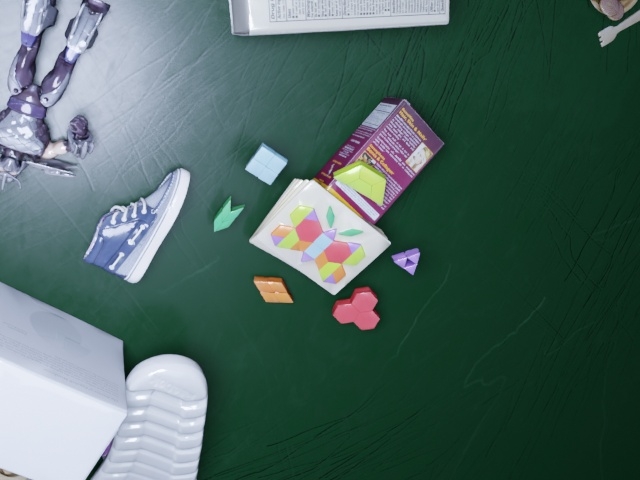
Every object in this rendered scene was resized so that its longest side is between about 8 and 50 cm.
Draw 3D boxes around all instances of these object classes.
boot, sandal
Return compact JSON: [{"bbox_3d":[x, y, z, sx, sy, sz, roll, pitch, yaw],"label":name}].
[{"bbox_3d":[-0.267,-0.032,0.938,0.086,0.069,0.190,26,97,-26],"label":"boot"},{"bbox_3d":[-0.269,0.334,1.019,0.169,0.102,0.416,16,116,-21],"label":"sandal"}]

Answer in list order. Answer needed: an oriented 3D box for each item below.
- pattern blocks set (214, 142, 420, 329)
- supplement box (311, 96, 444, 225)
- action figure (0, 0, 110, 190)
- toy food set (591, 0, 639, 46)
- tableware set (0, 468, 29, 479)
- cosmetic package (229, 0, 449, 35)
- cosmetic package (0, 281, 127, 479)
[{"bbox_3d":[0.000,0.000,1.004,0.325,0.026,0.285,23,118,-14],"label":"pattern blocks set"},{"bbox_3d":[0.090,-0.124,1.031,0.104,0.081,0.188,41,90,-24],"label":"supplement box"},{"bbox_3d":[-0.376,-0.196,0.843,0.185,0.099,0.285,18,101,-28],"label":"action figure"},{"bbox_3d":[0.511,-0.449,1.109,0.132,0.038,0.192,-33,113,-8],"label":"toy food set"},{"bbox_3d":[-0.466,0.356,0.916,0.039,0.194,0.128,-33,115,30],"label":"tableware set"},{"bbox_3d":[0.023,-0.373,0.913,0.296,0.129,0.153,-7,108,-18],"label":"cosmetic package"},{"bbox_3d":[-0.395,0.188,0.871,0.224,0.224,0.138,33,92,-23],"label":"cosmetic package"}]
